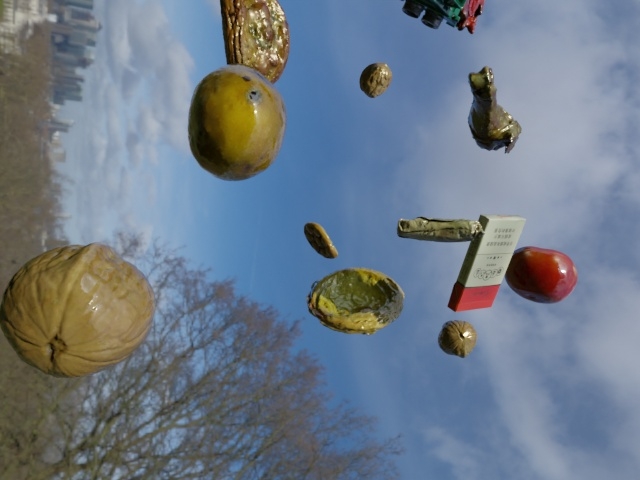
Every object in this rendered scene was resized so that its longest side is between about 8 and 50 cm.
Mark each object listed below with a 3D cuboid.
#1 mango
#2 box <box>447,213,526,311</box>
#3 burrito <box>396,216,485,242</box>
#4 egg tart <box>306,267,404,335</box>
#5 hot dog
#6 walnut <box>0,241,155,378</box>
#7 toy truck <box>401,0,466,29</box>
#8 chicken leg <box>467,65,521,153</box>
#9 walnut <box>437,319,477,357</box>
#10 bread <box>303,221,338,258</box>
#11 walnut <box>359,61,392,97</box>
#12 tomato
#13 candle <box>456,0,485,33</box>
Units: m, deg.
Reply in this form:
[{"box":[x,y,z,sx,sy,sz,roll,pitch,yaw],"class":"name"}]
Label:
[{"box":[-0.140,-0.203,0.930,0.176,0.176,0.329,59,6,-15],"class":"mango"},{"box":[0.394,0.054,1.291,0.035,0.139,0.245,41,-55,48],"class":"box"},{"box":[0.254,-0.024,1.158,0.058,0.188,0.045,69,31,-55],"class":"burrito"},{"box":[0.099,0.178,1.530,0.279,0.278,0.095,-128,-152,-52],"class":"egg tart"},{"box":[-0.182,-0.545,1.464,0.122,0.196,0.272,2,-82,51],"class":"hot dog"},{"box":[-0.376,0.104,0.859,0.228,0.227,0.228,-7,-98,63],"class":"walnut"},{"box":[0.157,-0.449,0.905,0.116,0.215,0.110,-94,-150,-78],"class":"toy truck"},{"box":[0.523,-0.367,1.663,0.140,0.361,0.212,-37,-107,13],"class":"chicken leg"},{"box":[0.369,0.266,1.467,0.124,0.105,0.105,92,-12,-65],"class":"walnut"},{"box":[0.000,0.000,1.296,0.110,0.024,0.110,42,-24,24],"class":"bread"},{"box":[0.148,-0.431,1.450,0.096,0.082,0.079,-56,-163,25],"class":"walnut"},{"box":[0.607,0.099,1.508,0.195,0.195,0.136,-16,-133,62],"class":"tomato"},{"box":[0.353,-0.578,1.251,0.059,0.084,0.302,2,-127,31],"class":"candle"}]
